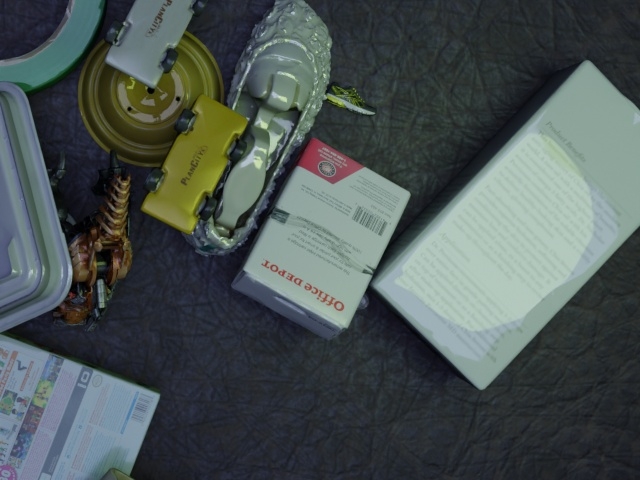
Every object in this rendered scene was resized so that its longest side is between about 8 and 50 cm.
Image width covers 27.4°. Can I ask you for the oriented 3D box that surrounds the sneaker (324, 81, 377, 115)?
[{"bbox_3d":[0.049,-0.213,1.978,0.083,0.031,0.035,21,89,-7],"label":"sneaker"}]

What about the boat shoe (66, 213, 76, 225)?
[{"bbox_3d":[-0.396,-0.042,1.930,0.035,0.035,0.100,-39,96,-4],"label":"boat shoe"}]

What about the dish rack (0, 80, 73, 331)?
[{"bbox_3d":[-0.497,-0.033,1.806,0.285,0.072,0.333,-23,76,26],"label":"dish rack"}]

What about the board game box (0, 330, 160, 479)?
[{"bbox_3d":[-0.413,0.268,1.909,0.303,0.097,0.224,22,88,-8],"label":"board game box"}]

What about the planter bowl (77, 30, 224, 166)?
[{"bbox_3d":[-0.247,-0.216,1.915,0.217,0.090,0.217,0,92,-7],"label":"planter bowl"}]

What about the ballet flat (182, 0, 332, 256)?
[{"bbox_3d":[-0.080,-0.161,1.915,0.147,0.147,0.409,21,89,-7],"label":"ballet flat"}]

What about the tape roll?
[{"bbox_3d":[-0.469,-0.366,1.891,0.321,0.077,0.321,0,93,-7],"label":"tape roll"}]

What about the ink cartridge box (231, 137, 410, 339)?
[{"bbox_3d":[0.000,0.000,1.910,0.172,0.100,0.237,29,68,-7],"label":"ink cartridge box"}]

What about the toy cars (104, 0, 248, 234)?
[{"bbox_3d":[-0.206,-0.203,1.834,0.176,0.087,0.394,-14,90,-18],"label":"toy cars"}]

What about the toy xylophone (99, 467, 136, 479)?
[{"bbox_3d":[-0.265,0.453,1.880,0.322,0.081,0.236,32,94,-45],"label":"toy xylophone"}]

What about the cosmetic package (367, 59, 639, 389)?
[{"bbox_3d":[0.297,-0.024,1.947,0.230,0.161,0.453,45,87,-6],"label":"cosmetic package"}]

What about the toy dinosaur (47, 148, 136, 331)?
[{"bbox_3d":[-0.312,-0.001,1.830,0.322,0.164,0.218,-34,59,34],"label":"toy dinosaur"}]

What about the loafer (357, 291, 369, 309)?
[{"bbox_3d":[0.023,0.063,1.980,0.125,0.039,0.045,39,87,-6],"label":"loafer"}]
